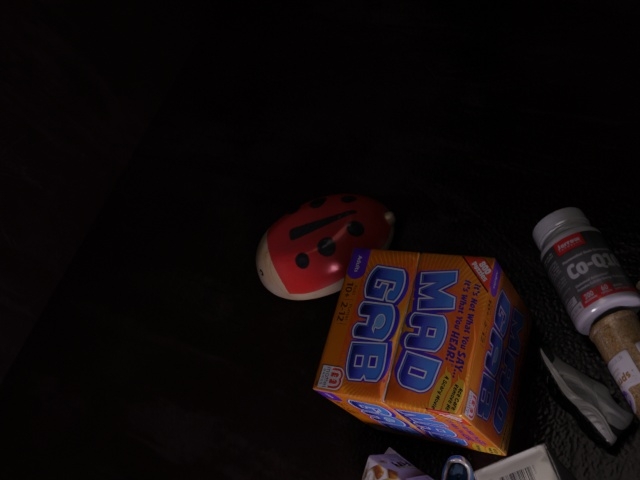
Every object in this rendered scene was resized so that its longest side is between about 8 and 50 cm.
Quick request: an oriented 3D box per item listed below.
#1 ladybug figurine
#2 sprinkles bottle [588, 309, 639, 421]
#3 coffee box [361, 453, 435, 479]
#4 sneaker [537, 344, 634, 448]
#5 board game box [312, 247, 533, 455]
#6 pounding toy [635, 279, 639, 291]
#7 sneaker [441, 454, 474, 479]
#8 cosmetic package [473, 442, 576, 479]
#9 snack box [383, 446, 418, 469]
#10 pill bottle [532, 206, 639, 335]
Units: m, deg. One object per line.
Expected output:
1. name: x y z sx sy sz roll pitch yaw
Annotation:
1. ladybug figurine: 0.000 0.000 2.299 0.449 0.162 0.305 -24 54 15
2. sprinkles bottle: 0.719 0.324 1.736 0.121 0.121 0.355 -29 53 12
3. coffee box: 0.204 0.607 1.827 0.246 0.098 0.141 21 98 48
4. sneaker: 0.595 0.342 1.823 0.108 0.100 0.271 -32 55 -8
5. board game box: 0.256 0.260 1.883 0.356 0.356 0.356 4 66 31
6. pounding toy: 0.812 0.009 1.837 0.154 0.155 0.269 29 81 43
7. sneaker: 0.311 0.611 1.827 0.085 0.086 0.237 -10 60 22
8. cosmetic package: 0.447 0.533 1.651 0.160 0.309 0.113 -26 54 13
9. snack box: 0.215 0.579 1.938 0.178 0.022 0.064 32 81 38
10. pill bottle: 0.625 0.068 1.907 0.161 0.161 0.283 -28 53 13
